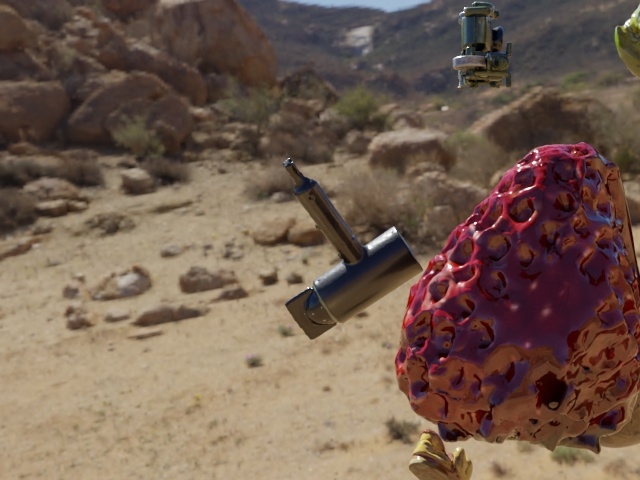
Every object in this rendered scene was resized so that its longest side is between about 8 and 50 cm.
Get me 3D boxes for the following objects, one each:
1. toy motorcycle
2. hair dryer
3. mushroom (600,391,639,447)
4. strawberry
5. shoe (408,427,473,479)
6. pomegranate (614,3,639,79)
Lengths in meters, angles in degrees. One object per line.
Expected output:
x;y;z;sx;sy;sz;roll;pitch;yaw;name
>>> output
0.358;-0.433;1.910;0.127;0.205;0.275;2;4;11;toy motorcycle
0.000;0.000;1.203;0.195;0.248;0.078;-33;22;5;hair dryer
0.536;0.266;1.682;0.163;0.297;0.278;-21;9;-18;mushroom
0.240;0.059;0.998;0.317;0.345;0.295;9;-2;-30;strawberry
0.173;0.312;1.209;0.109;0.069;0.072;27;-37;-14;shoe
0.728;-0.456;1.784;0.235;0.302;0.236;3;-28;2;pomegranate
